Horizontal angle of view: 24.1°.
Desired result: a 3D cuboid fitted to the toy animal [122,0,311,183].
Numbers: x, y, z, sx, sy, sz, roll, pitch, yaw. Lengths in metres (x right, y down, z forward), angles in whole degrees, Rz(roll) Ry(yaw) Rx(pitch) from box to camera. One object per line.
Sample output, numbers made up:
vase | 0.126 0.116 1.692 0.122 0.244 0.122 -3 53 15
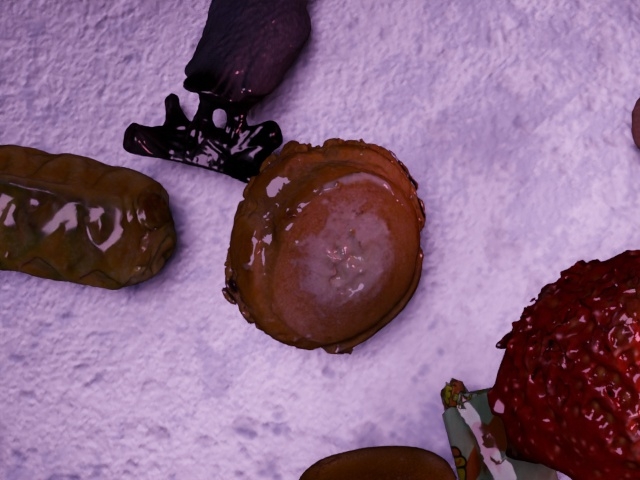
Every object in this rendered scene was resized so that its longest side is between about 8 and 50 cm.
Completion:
toy animal | -0.068 -0.154 1.156 0.121 0.117 0.210 14 87 18

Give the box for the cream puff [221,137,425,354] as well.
cream puff | 0.000 0.000 1.115 0.165 0.115 0.150 -36 114 -5

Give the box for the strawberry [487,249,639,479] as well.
strawberry | 0.223 0.080 1.025 0.187 0.201 0.184 39 52 20

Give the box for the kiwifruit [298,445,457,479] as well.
kiwifruit | 0.043 0.190 1.107 0.124 0.075 0.075 -9 80 13

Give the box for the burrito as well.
burrito | 0.171 0.228 1.090 0.104 0.054 0.288 -18 78 5

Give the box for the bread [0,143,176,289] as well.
bread | -0.242 -0.024 1.181 0.269 0.098 0.087 10 126 12

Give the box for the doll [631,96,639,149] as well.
doll | 0.324 -0.093 1.060 0.201 0.156 0.303 9 88 11
